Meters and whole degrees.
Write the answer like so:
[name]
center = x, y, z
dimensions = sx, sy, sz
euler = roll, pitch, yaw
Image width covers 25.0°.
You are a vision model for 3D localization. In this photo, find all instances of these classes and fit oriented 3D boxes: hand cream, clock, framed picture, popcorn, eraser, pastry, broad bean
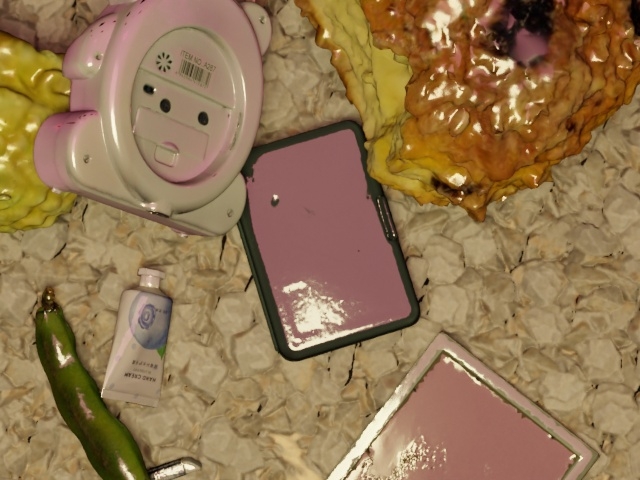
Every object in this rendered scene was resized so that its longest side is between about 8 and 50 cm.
[hand cream]
center = -0.186, 0.099, 1.504
dimensions = 0.053, 0.084, 0.142
euler = -2, 76, 38
[clock]
center = -0.151, -0.141, 1.420
dimensions = 0.227, 0.090, 0.248
euler = 21, 79, -43
[framed picture]
center = 0.127, 0.266, 1.511
dimensions = 0.216, 0.016, 0.273
euler = 39, 86, 3
[popcorn]
center = -0.332, -0.123, 1.454
dimensions = 0.251, 0.206, 0.237
euler = -31, 58, -5
[eraser]
center = -0.174, 0.246, 1.506
dimensions = 0.099, 0.027, 0.019
euler = -20, 92, -1
[pastry]
center = 0.164, -0.242, 1.430
dimensions = 0.337, 0.292, 0.405
euler = -20, 75, -13
[broad bean]
center = -0.243, 0.170, 1.495
dimensions = 0.065, 0.046, 0.254
euler = -37, 75, 29

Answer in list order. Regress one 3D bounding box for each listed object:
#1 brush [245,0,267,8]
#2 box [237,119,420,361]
[brush]
center = -0.073, -0.289, 1.550
dimensions = 0.067, 0.072, 0.313
euler = 19, 88, 25
[box]
center = 0.000, 0.000, 1.520
dimensions = 0.160, 0.050, 0.230
euler = -17, 84, -1
